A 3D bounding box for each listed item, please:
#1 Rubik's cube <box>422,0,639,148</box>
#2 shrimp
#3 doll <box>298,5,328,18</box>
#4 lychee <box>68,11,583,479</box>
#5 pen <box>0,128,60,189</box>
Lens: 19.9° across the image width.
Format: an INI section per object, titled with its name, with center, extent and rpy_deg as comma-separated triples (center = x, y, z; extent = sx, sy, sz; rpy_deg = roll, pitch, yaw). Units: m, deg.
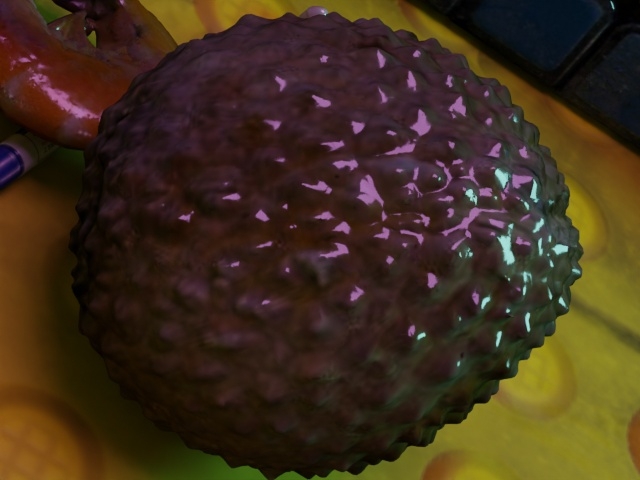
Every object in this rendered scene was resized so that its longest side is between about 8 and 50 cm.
[Rubik's cube]
center = 0.243, -0.307, 1.356
extent = 0.305, 0.301, 0.304
rpy_deg = 32, 43, -10
[shrimp]
center = -0.179, -0.139, 1.083
extent = 0.248, 0.068, 0.150
rpy_deg = 40, 35, 8
[doll]
center = -0.009, -0.125, 1.222
extent = 0.058, 0.040, 0.085
rpy_deg = 24, 48, -35
[lychee]
center = 0.000, 0.000, 0.978
extent = 0.255, 0.274, 0.255
rpy_deg = 9, 79, -48
[pen]
center = -0.159, -0.065, 1.077
extent = 0.025, 0.025, 0.204
rpy_deg = 43, 43, 3
